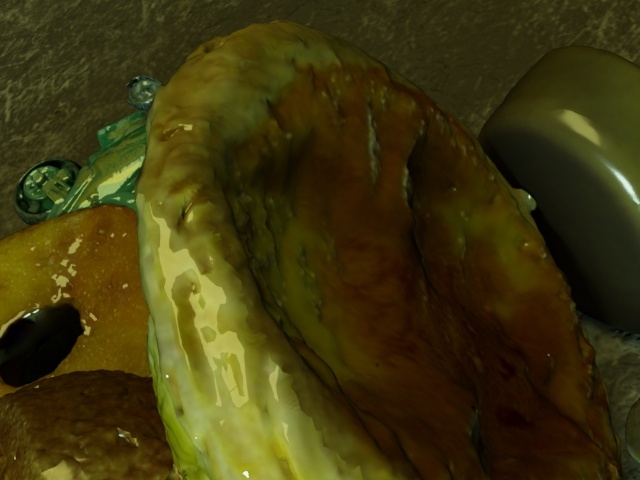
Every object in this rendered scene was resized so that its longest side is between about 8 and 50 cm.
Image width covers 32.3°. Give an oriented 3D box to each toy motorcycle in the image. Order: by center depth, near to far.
[{"bbox_3d":[-0.173,-0.061,1.135,0.297,0.109,0.198,-27,55,1],"label":"toy motorcycle"}]

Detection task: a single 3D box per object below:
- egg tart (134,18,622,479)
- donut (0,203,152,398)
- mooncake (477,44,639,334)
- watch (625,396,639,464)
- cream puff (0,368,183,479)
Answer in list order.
[{"bbox_3d":[0.031,0.079,0.707,0.178,0.443,0.443,-31,43,30],"label":"egg tart"},{"bbox_3d":[-0.230,0.111,0.997,0.303,0.110,0.302,-11,59,18],"label":"donut"},{"bbox_3d":[0.225,-0.034,0.861,0.235,0.234,0.117,27,63,38],"label":"mooncake"},{"bbox_3d":[0.274,0.143,0.557,0.314,0.327,0.335,-16,49,12],"label":"watch"},{"bbox_3d":[-0.150,0.238,0.749,0.303,0.212,0.303,-41,41,48],"label":"cream puff"}]
